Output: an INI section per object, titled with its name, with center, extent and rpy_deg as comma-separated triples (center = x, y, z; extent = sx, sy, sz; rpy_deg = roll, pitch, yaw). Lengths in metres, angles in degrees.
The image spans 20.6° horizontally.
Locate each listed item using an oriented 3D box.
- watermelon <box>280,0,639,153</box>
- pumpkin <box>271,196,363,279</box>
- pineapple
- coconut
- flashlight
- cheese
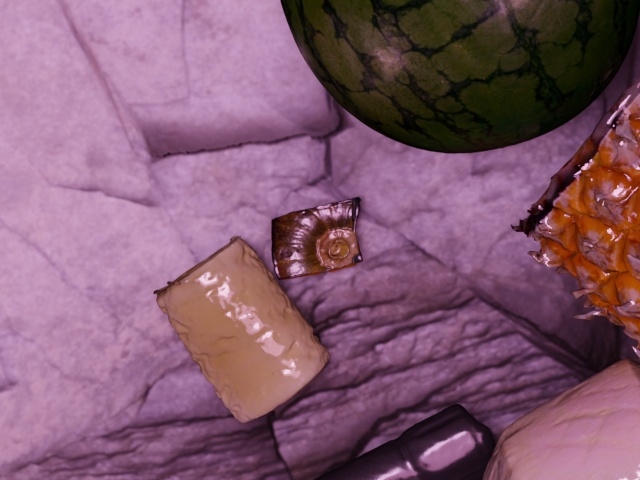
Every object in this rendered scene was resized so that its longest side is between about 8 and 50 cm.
[watermelon]
center = 0.129, -0.256, 1.656
extent = 0.363, 0.363, 0.363
rpy_deg = 0, 95, 1
[pumpkin]
center = -0.001, -0.001, 1.834
extent = 0.101, 0.035, 0.073
rpy_deg = -10, 83, 6
[pineapple]
center = 0.387, -0.035, 1.658
extent = 0.300, 0.352, 0.352
rpy_deg = 38, 95, 3
[coconut]
center = 0.322, 0.265, 1.725
extent = 0.328, 0.329, 0.329
rpy_deg = 0, 95, 1
[flashlight]
center = -0.010, 0.297, 1.830
extent = 0.424, 0.103, 0.103
rpy_deg = -26, 94, 3
[cheese]
center = -0.081, 0.092, 1.812
extent = 0.123, 0.094, 0.167
rpy_deg = -34, 94, 3
